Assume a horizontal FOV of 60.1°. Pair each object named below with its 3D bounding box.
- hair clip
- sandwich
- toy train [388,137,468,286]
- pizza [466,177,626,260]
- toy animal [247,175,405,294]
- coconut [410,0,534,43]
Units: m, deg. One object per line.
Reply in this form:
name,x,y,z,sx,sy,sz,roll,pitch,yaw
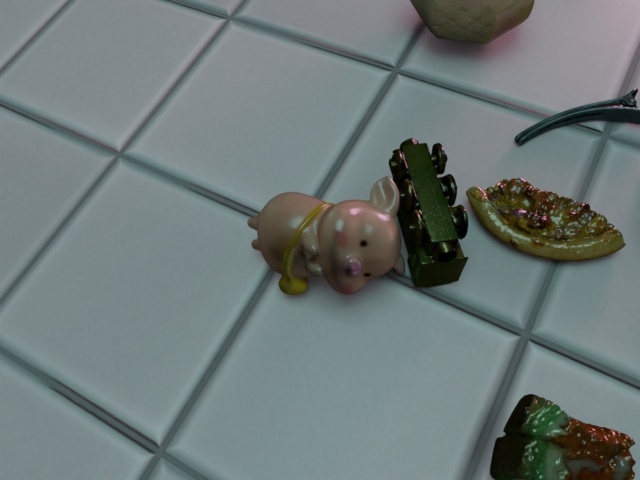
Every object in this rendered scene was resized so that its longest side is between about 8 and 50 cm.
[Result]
hair clip,0.451,-0.210,0.970,0.229,0.039,0.070,-13,61,6
sandwich,0.294,0.259,0.663,0.159,0.185,0.109,15,73,18
toy train,0.162,-0.048,0.865,0.090,0.137,0.226,-7,58,-4
pizza,0.348,-0.034,0.875,0.246,0.058,0.127,33,71,19
toy animal,0.001,0.002,0.851,0.247,0.165,0.149,4,44,16
coconut,0.274,-0.497,1.028,0.259,0.259,0.259,-3,62,6
